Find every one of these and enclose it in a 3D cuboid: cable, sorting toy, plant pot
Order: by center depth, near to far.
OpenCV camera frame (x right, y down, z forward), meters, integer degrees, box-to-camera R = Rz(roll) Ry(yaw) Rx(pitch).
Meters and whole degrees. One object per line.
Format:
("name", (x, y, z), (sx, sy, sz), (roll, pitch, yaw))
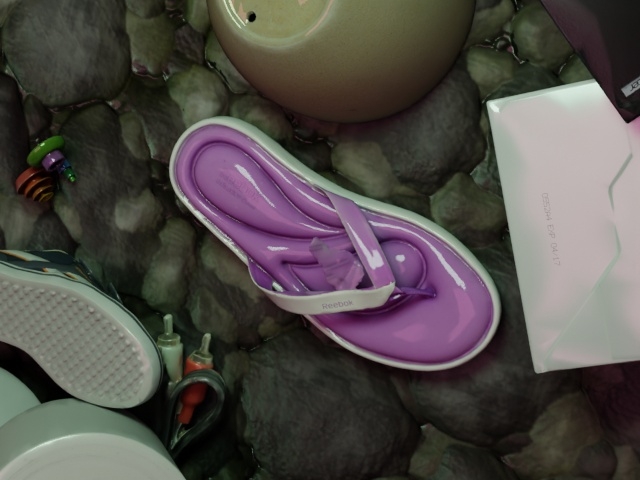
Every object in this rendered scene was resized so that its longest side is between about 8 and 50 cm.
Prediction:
("plant pot", (-0.006, -0.258, 1.342), (0.284, 0.191, 0.284), (3, 97, 24))
("cable", (-0.176, 0.231, 1.559), (0.139, 0.072, 0.287), (12, 113, 15))
("sorting toy", (-0.320, -0.080, 1.570), (0.042, 0.061, 0.102), (51, 135, 10))

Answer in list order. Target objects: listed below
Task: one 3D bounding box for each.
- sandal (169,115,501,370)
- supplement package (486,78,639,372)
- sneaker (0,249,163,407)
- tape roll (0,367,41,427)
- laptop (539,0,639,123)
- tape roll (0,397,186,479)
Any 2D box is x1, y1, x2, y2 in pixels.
("sandal", (-0.006, 0.014, 1.421), (0.416, 0.102, 0.169), (30, 107, 17))
("supplement package", (0.295, -0.025, 1.262), (0.204, 0.145, 0.262), (-9, 93, 24))
("sneaker", (-0.289, 0.086, 1.531), (0.321, 0.127, 0.126), (25, 109, 25))
("tape roll", (-0.448, 0.285, 1.582), (0.286, 0.100, 0.286), (2, 97, 21))
("laptop", (0.301, -0.276, 1.213), (0.234, 0.264, 0.136), (-35, 121, 10))
("tape roll", (-0.259, 0.305, 1.420), (0.246, 0.169, 0.246), (-1, 95, -16))
